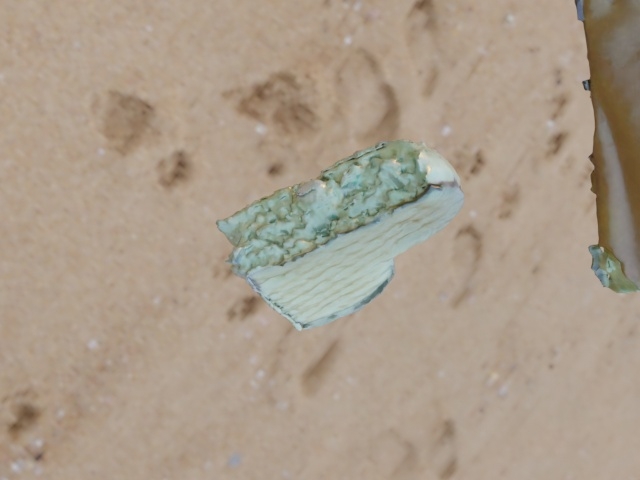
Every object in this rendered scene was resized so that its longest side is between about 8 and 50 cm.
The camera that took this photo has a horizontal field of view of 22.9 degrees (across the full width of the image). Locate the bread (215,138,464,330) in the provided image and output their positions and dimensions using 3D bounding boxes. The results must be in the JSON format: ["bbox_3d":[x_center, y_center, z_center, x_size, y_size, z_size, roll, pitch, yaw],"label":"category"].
[{"bbox_3d":[0.000,0.000,1.140,0.172,0.064,0.232,-10,155,-32],"label":"bread"}]

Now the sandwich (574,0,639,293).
[{"bbox_3d":[0.220,-0.094,0.701,0.063,0.212,0.245,-28,115,-63],"label":"sandwich"}]
